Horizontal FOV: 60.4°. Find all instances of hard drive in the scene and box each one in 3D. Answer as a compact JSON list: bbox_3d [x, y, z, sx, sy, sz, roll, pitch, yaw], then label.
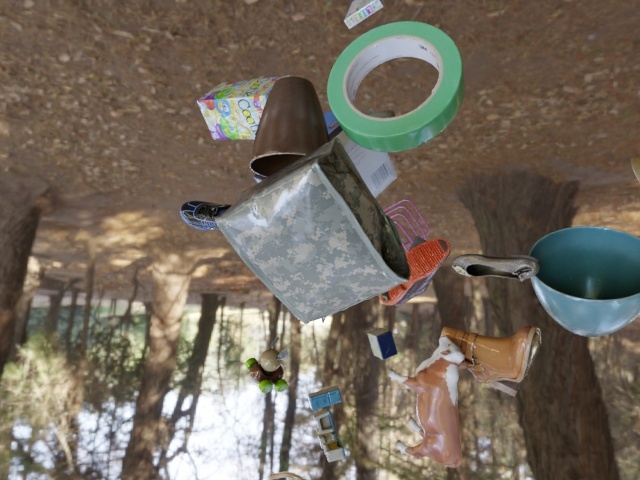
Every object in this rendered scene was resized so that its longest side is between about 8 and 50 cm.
[{"bbox_3d":[0.360,0.049,1.943,0.094,0.135,0.022,31,132,4],"label":"hard drive"}]

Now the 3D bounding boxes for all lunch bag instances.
[{"bbox_3d":[0.000,0.000,1.002,0.235,0.287,0.169,-27,-164,26],"label":"lunch bag"}]

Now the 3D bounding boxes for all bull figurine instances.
[{"bbox_3d":[0.271,0.391,1.347,0.101,0.310,0.188,6,168,-43],"label":"bull figurine"}]

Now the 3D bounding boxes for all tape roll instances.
[{"bbox_3d":[0.178,-0.370,1.313,0.321,0.321,0.077,-2,159,21],"label":"tape roll"}]

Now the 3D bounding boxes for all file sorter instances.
[{"bbox_3d":[0.308,-0.011,2.256,0.182,0.202,0.290,-30,-166,35],"label":"file sorter"}]

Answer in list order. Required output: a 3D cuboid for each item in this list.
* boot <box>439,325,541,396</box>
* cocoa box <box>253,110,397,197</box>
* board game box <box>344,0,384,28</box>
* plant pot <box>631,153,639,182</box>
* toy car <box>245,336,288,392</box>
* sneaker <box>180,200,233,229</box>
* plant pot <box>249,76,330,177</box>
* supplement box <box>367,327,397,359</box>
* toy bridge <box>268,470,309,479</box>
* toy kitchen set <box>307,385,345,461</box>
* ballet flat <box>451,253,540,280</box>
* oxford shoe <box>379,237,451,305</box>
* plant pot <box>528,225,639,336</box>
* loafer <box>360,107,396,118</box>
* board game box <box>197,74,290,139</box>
[{"bbox_3d":[0.407,0.256,1.346,0.220,0.109,0.283,28,154,24],"label":"boot"},{"bbox_3d":[0.017,-0.201,1.704,0.228,0.347,0.231,27,155,48],"label":"cocoa box"},{"bbox_3d":[0.121,-0.617,1.436,0.103,0.154,0.026,-24,121,29],"label":"board game box"},{"bbox_3d":[0.908,-0.141,1.425,0.236,0.236,0.032,6,144,-29],"label":"plant pot"},{"bbox_3d":[-0.185,0.477,2.161,0.149,0.188,0.155,10,-154,-42],"label":"toy car"},{"bbox_3d":[-0.264,-0.065,1.420,0.232,0.081,0.090,14,160,12],"label":"sneaker"},{"bbox_3d":[-0.071,-0.297,1.433,0.215,0.230,0.215,2,168,0],"label":"plant pot"},{"bbox_3d":[0.208,0.346,1.848,0.056,0.083,0.083,-18,-174,-17],"label":"supplement box"},{"bbox_3d":[-0.081,0.747,1.706,0.188,0.063,0.026,-2,-146,32],"label":"toy bridge"},{"bbox_3d":[0.048,0.672,2.024,0.122,0.207,0.166,-15,-174,-11],"label":"toy kitchen set"},{"bbox_3d":[0.431,0.073,1.380,0.084,0.058,0.250,30,161,-34],"label":"ballet flat"},{"bbox_3d":[0.291,0.094,1.617,0.098,0.097,0.271,16,130,-41],"label":"oxford shoe"},{"bbox_3d":[0.673,0.124,1.372,0.290,0.195,0.290,-10,-146,7],"label":"plant pot"},{"bbox_3d":[0.182,-0.469,2.166,0.251,0.087,0.094,0,161,8],"label":"loafer"},{"bbox_3d":[-0.216,-0.407,1.695,0.275,0.144,0.142,6,131,34],"label":"board game box"}]
